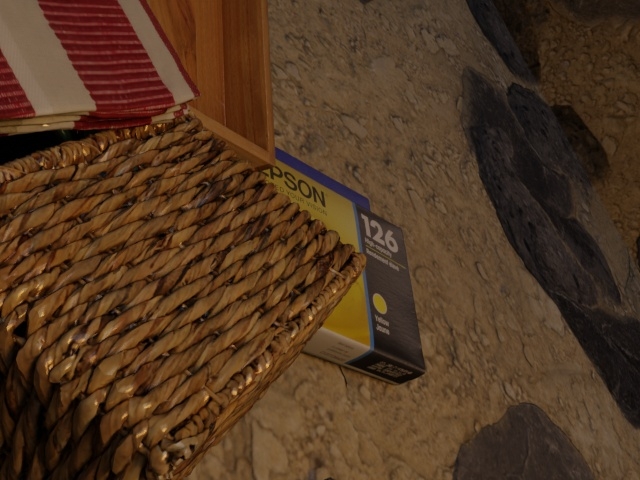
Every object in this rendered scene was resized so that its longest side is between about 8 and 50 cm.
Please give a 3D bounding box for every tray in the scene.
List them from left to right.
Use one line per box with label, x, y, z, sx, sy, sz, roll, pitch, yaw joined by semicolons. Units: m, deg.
tray;-0.141;-0.289;0.751;0.203;0.076;0.411;24;58;-57

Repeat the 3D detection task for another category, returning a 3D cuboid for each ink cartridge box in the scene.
ink cartridge box;0.000;0.000;0.896;0.303;0.072;0.307;25;47;-38

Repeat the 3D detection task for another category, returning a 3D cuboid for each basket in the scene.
basket;-0.145;0.064;0.547;0.223;0.213;0.299;39;34;6

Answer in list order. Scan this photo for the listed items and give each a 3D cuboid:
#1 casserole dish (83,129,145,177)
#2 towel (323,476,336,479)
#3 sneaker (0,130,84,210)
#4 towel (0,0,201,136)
casserole dish;-0.240;-0.121;0.715;0.188;0.037;0.114;55;34;-3
towel;-0.032;0.389;0.568;0.324;0.056;0.312;-5;71;-56
sneaker;-0.239;-0.110;0.588;0.108;0.121;0.302;11;63;-31
towel;-0.240;-0.168;0.449;0.237;0.037;0.329;60;32;4
